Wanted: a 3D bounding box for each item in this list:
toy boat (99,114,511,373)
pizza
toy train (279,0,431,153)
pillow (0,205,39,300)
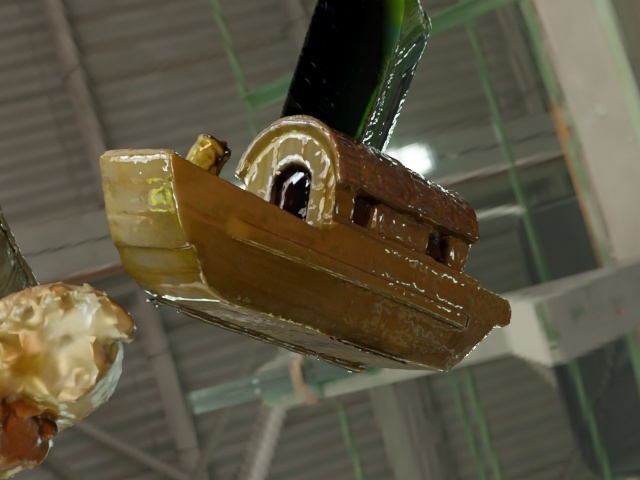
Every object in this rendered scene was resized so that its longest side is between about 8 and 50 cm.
[{"bbox_3d":[0.000,0.000,0.624,0.226,0.068,0.088,24,-108,-51],"label":"toy boat"},{"bbox_3d":[-0.185,0.084,0.558,0.197,0.292,0.058,-6,-105,-56],"label":"pizza"},{"bbox_3d":[0.012,-0.061,0.716,0.044,0.209,0.042,37,-127,13],"label":"toy train"},{"bbox_3d":[-0.255,0.060,0.686,0.185,0.302,0.075,74,177,-58],"label":"pillow"}]
